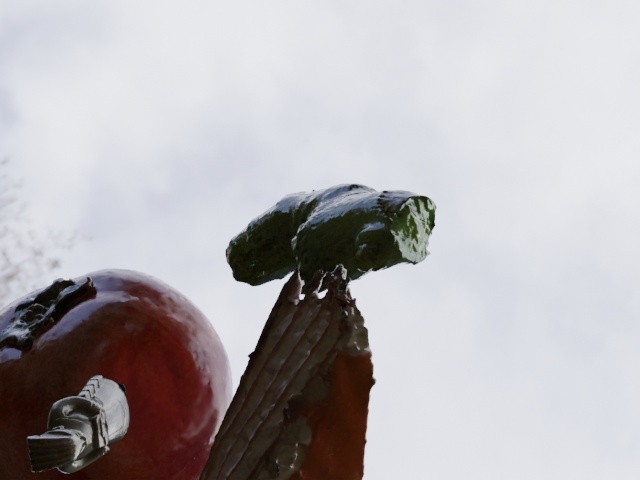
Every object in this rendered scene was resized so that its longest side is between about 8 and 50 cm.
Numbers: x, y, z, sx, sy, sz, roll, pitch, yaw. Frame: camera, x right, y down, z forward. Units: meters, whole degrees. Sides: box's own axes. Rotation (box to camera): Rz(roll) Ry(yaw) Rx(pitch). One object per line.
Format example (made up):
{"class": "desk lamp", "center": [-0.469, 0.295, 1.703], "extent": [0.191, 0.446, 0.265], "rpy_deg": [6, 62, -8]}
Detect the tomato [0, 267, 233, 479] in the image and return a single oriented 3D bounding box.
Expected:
{"class": "tomato", "center": [-0.275, 0.193, 1.784], "extent": [0.293, 0.325, 0.290], "rpy_deg": [-7, -60, 44]}

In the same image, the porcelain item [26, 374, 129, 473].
{"class": "porcelain item", "center": [-0.242, 0.191, 1.458], "extent": [0.054, 0.213, 0.084], "rpy_deg": [-9, -87, 6]}

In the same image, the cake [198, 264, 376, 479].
{"class": "cake", "center": [-0.028, 0.154, 1.178], "extent": [0.098, 0.135, 0.287], "rpy_deg": [-147, -117, -62]}

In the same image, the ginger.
{"class": "ginger", "center": [0.003, -0.002, 1.484], "extent": [0.089, 0.137, 0.290], "rpy_deg": [37, -15, -31]}
